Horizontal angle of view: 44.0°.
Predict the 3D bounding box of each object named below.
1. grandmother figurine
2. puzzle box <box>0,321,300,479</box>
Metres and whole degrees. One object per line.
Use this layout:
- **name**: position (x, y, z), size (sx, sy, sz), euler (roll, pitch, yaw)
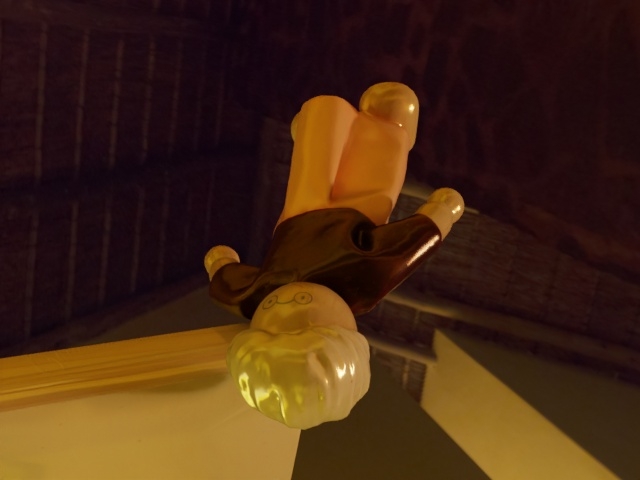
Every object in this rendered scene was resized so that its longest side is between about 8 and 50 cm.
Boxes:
- **grandmother figurine**: position (0.000, 0.000, 0.595), size (0.208, 0.342, 0.104), euler (-24, -61, 23)
- **puzzle box**: position (-0.166, 0.244, 0.638), size (0.272, 0.052, 0.408), euler (-6, -51, -23)
